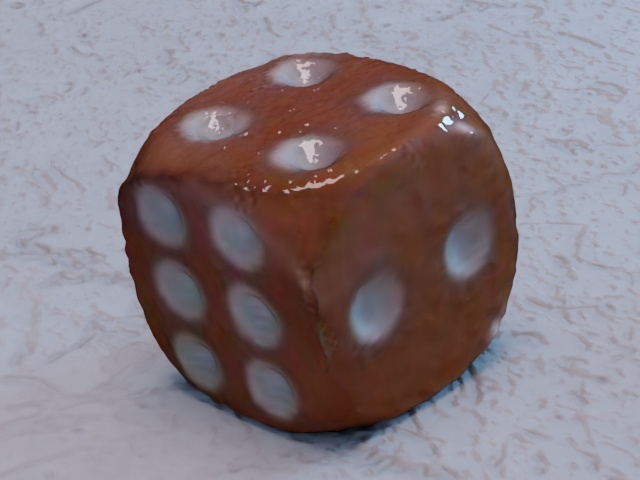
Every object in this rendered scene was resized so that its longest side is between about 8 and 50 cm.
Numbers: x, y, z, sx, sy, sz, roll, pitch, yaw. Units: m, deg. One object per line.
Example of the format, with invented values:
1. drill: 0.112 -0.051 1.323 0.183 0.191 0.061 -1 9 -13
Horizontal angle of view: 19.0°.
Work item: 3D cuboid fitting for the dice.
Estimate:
1. dice: 0.000 0.000 1.137 0.174 0.175 0.179 19 36 39
